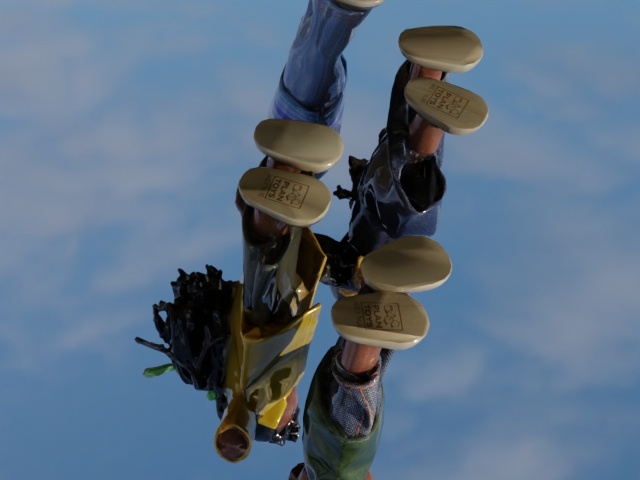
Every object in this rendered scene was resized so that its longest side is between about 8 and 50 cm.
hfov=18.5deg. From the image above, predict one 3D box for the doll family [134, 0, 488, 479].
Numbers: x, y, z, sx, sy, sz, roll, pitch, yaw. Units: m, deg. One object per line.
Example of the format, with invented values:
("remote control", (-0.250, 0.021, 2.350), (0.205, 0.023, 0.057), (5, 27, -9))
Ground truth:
("doll family", (0.000, 0.000, 0.542), (0.076, 0.111, 0.193), (16, -134, 5))
